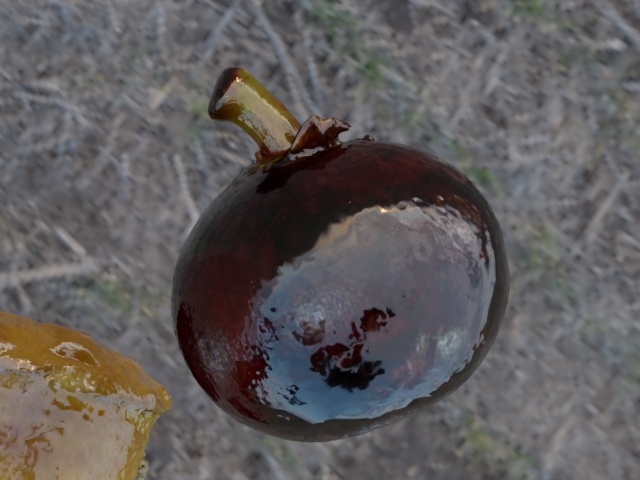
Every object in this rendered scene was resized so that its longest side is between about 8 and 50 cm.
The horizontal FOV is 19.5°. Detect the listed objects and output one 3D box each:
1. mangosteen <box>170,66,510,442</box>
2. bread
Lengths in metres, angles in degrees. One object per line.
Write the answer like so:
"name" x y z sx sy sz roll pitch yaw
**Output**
"mangosteen" 0.000 0.000 1.252 0.235 0.235 0.261 -24 97 -21
"bread" -0.220 0.129 1.371 0.229 0.139 0.143 14 87 -17
